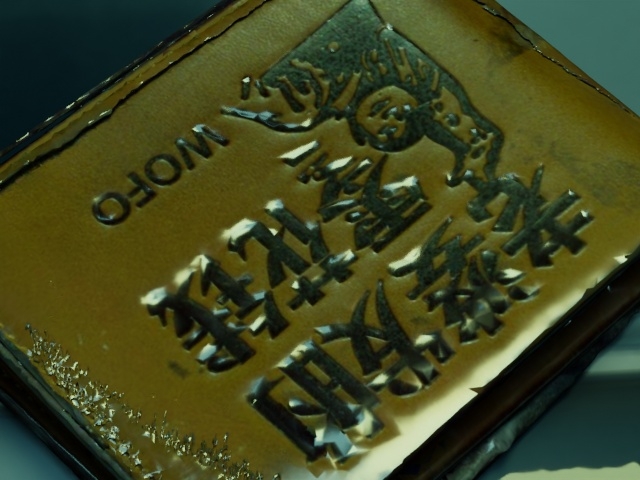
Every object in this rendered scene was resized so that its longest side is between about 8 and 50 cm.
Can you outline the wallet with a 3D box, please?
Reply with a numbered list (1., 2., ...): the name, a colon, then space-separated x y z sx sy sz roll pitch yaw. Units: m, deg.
1. wallet: 0.001 -0.001 0.550 0.195 0.042 0.161 -39 68 -19
